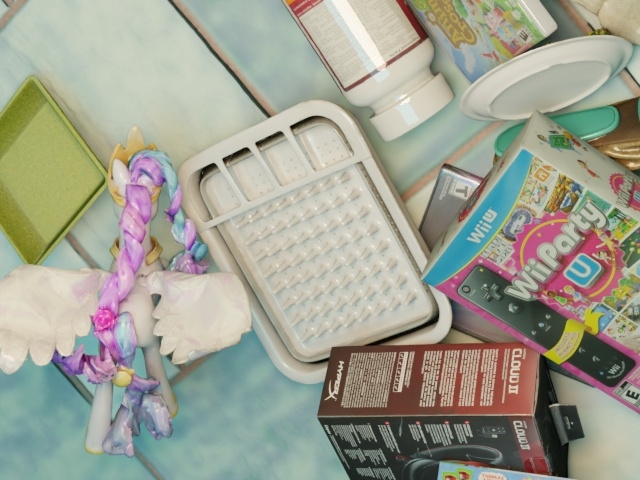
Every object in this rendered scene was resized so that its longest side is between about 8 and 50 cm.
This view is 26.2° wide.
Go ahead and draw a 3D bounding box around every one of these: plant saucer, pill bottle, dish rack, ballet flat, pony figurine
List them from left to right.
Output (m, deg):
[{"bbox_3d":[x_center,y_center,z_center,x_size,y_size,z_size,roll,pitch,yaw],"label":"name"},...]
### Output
[{"bbox_3d":[-0.365,-0.089,1.807,0.188,0.045,0.188,-46,74,26],"label":"plant saucer"},{"bbox_3d":[-0.236,0.087,1.672,0.302,0.351,0.363,3,128,-4],"label":"pony figurine"},{"bbox_3d":[0.000,0.000,1.704,0.285,0.072,0.333,-23,101,34],"label":"dish rack"},{"bbox_3d":[0.056,-0.232,1.594,0.121,0.121,0.221,-31,98,25],"label":"pill bottle"},{"bbox_3d":[0.366,-0.107,1.553,0.342,0.116,0.124,-18,123,23],"label":"ballet flat"}]

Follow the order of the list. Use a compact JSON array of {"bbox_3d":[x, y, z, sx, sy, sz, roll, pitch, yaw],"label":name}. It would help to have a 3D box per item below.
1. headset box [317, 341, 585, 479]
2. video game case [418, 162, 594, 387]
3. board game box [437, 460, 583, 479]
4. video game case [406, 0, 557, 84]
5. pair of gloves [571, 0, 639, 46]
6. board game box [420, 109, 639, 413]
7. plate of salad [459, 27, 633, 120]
[{"bbox_3d":[0.170,0.229,1.678,0.293,0.110,0.218,-3,140,20],"label":"headset box"},{"bbox_3d":[0.244,0.044,1.684,0.274,0.026,0.196,23,115,10],"label":"video game case"},{"bbox_3d":[0.243,0.330,1.665,0.211,0.039,0.160,8,146,6],"label":"board game box"},{"bbox_3d":[0.150,-0.286,1.529,0.212,0.023,0.193,52,159,-4],"label":"video game case"},{"bbox_3d":[0.369,-0.318,1.459,0.204,0.042,0.240,24,118,-21],"label":"pair of gloves"},{"bbox_3d":[0.300,0.030,1.541,0.303,0.097,0.224,32,128,-2],"label":"board game box"},{"bbox_3d":[0.246,-0.185,1.521,0.200,0.200,0.048,-24,71,24],"label":"plate of salad"}]
